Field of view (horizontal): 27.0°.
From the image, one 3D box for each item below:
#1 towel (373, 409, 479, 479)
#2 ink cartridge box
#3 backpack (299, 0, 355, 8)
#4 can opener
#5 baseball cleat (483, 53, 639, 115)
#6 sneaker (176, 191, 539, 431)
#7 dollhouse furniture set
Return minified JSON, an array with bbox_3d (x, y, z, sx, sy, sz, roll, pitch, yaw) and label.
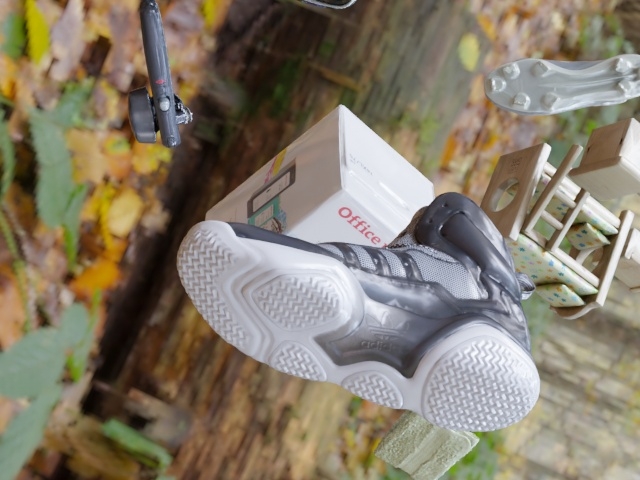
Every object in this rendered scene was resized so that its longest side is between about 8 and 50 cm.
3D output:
[{"bbox_3d":[0.147,0.292,1.900,0.148,0.110,0.027,-53,-172,46],"label":"towel"},{"bbox_3d":[0.000,0.000,1.811,0.270,0.198,0.197,-37,-149,25],"label":"ink cartridge box"},{"bbox_3d":[-0.043,-0.403,1.495,0.191,0.253,0.225,-71,177,-56],"label":"backpack"},{"bbox_3d":[-0.192,-0.193,1.577,0.059,0.073,0.186,-121,-155,-52],"label":"can opener"},{"bbox_3d":[0.297,-0.180,1.608,0.109,0.206,0.072,67,21,-83],"label":"baseball cleat"},{"bbox_3d":[0.034,0.026,0.951,0.101,0.268,0.153,123,-13,-44],"label":"sneaker"},{"bbox_3d":[0.241,0.007,1.068,0.161,0.182,0.101,-15,-134,57],"label":"dollhouse furniture set"}]
